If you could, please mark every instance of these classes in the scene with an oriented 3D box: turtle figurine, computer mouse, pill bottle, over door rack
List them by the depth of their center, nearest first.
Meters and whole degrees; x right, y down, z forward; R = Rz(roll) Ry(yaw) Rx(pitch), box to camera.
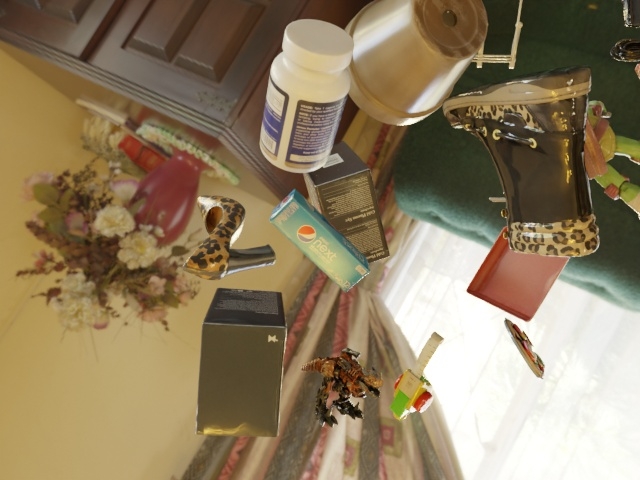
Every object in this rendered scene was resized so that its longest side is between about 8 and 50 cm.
[{"bbox_3d":[0.635,-0.425,0.886,0.184,0.262,0.060,10,152,24],"label":"computer mouse"},{"bbox_3d":[0.518,-0.156,0.953,0.266,0.198,0.274,33,154,17],"label":"turtle figurine"},{"bbox_3d":[-0.028,-0.273,0.965,0.153,0.153,0.264,28,139,8],"label":"pill bottle"},{"bbox_3d":[0.539,-0.731,1.631,0.240,0.108,0.324,8,140,18],"label":"over door rack"}]

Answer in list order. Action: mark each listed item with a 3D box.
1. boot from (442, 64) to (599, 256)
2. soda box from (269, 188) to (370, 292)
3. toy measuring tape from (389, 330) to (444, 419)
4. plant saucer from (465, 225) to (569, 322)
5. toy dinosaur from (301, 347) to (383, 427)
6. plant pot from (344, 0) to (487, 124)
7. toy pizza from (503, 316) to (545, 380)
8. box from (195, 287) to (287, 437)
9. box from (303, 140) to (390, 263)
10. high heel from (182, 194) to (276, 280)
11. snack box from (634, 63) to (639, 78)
[{"bbox_3d":[0.342,-0.137,0.874,0.377,0.138,0.284,-143,37,-76],"label":"boot"},{"bbox_3d":[0.000,0.000,0.971,0.210,0.067,0.071,44,-165,-14],"label":"soda box"},{"bbox_3d":[0.304,0.405,1.486,0.122,0.330,0.121,19,-159,-8],"label":"toy measuring tape"},{"bbox_3d":[0.613,0.103,1.531,0.048,0.258,0.259,33,178,-33],"label":"plant saucer"},{"bbox_3d":[0.062,0.427,1.504,0.165,0.218,0.322,3,180,-20],"label":"toy dinosaur"},{"bbox_3d":[0.237,-0.470,1.196,0.323,0.323,0.280,30,170,-15],"label":"plant pot"},{"bbox_3d":[0.601,0.310,1.449,0.201,0.032,0.201,47,-159,-24],"label":"toy pizza"},{"bbox_3d":[-0.216,0.321,1.404,0.212,0.293,0.395,5,-174,-8],"label":"box"},{"bbox_3d":[0.071,-0.122,1.656,0.343,0.179,0.312,-114,6,-63],"label":"box"},{"bbox_3d":[-0.231,-0.020,0.981,0.186,0.093,0.261,-9,-141,-44],"label":"high heel"},{"bbox_3d":[0.969,-0.462,1.366,0.064,0.022,0.178,30,177,-35],"label":"snack box"}]
